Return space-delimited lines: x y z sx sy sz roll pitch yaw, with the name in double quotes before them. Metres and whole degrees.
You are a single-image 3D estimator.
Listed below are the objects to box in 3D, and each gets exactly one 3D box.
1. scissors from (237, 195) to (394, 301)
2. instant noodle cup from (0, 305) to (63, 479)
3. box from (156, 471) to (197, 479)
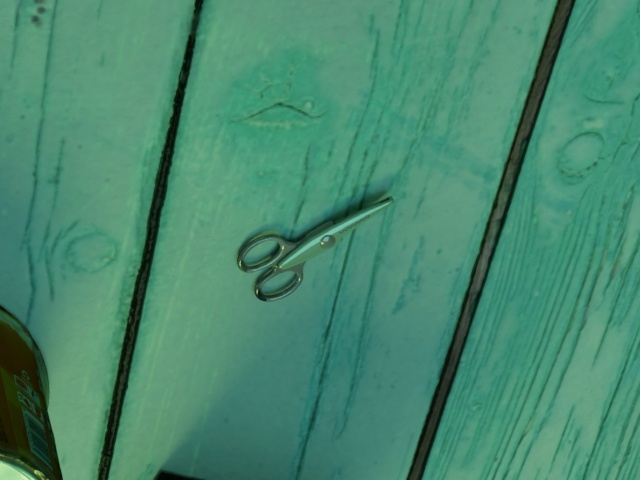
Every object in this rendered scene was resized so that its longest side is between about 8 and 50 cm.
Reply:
"scissors" 0.000 0.000 1.636 0.176 0.022 0.085 -29 127 -1
"instant noodle cup" -0.374 0.220 1.482 0.296 0.214 0.296 -12 125 -17
"box" -0.070 0.445 1.691 0.251 0.345 0.204 18 111 -32
